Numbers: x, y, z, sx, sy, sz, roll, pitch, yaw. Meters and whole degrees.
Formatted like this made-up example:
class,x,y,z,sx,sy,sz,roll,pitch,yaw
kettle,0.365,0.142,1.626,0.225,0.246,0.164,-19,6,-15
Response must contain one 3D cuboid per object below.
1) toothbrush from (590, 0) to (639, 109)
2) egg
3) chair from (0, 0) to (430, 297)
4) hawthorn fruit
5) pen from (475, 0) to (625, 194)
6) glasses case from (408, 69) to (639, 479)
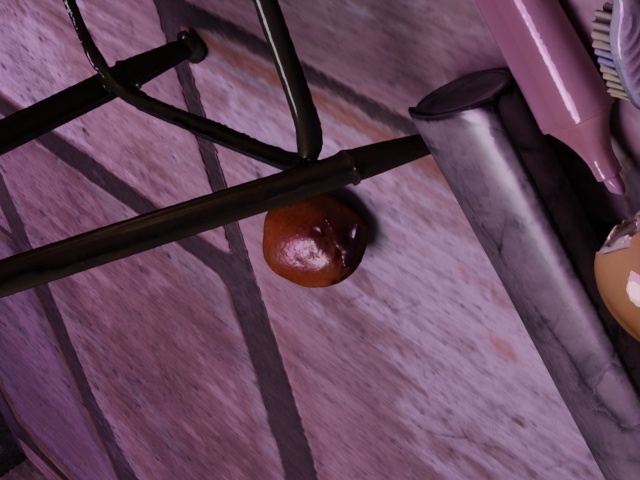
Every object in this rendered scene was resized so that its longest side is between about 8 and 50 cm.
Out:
class,x,y,z,sx,sy,sz,roll,pitch,yaw
toothbrush,0.109,-0.226,0.685,0.037,0.028,0.375,31,149,57
egg,0.198,0.025,0.789,0.096,0.080,0.080,58,157,-2
chair,-0.207,-0.144,0.920,0.362,0.410,0.365,26,144,49
hawthorn fruit,0.000,0.000,1.144,0.093,0.081,0.081,17,136,54
pen,0.125,-0.111,0.808,0.197,0.032,0.053,61,156,-8
glasses case,0.156,0.035,0.900,0.299,0.060,0.114,60,170,-13
